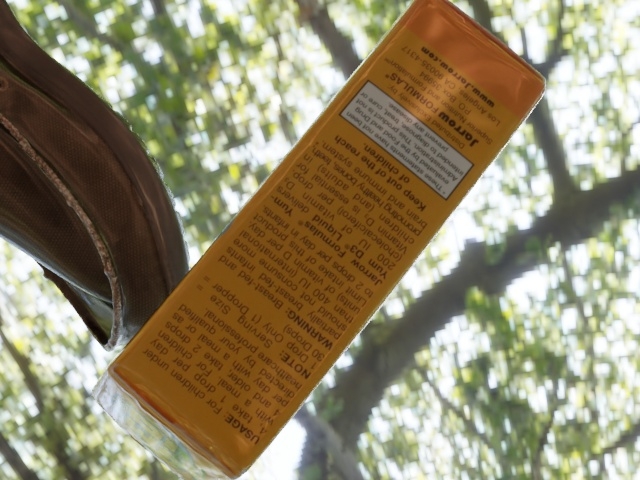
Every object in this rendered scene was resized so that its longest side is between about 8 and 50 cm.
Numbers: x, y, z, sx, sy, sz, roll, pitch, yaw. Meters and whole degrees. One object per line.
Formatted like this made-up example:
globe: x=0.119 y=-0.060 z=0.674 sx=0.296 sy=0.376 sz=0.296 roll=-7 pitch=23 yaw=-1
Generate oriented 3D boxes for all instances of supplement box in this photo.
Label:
supplement box: x=0.000 y=0.000 z=0.752 sx=0.080 sy=0.078 sz=0.233 roll=38 pitch=-111 yaw=-2

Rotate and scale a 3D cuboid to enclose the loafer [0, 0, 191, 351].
loafer: x=-0.221 y=-0.061 z=1.066 sx=0.130 sy=0.134 sz=0.366 roll=-33 pitch=-107 yaw=-29
